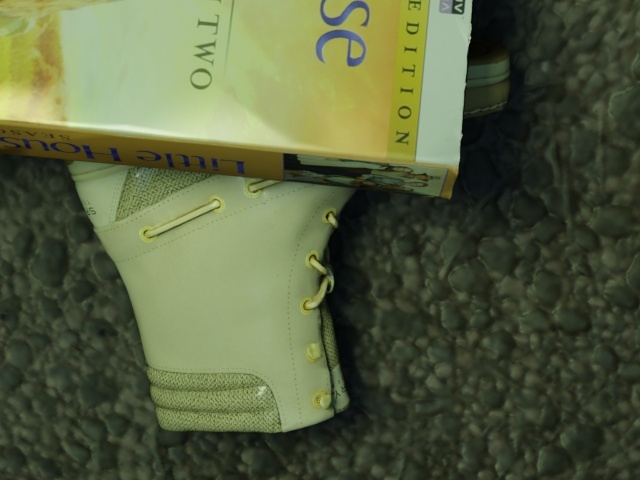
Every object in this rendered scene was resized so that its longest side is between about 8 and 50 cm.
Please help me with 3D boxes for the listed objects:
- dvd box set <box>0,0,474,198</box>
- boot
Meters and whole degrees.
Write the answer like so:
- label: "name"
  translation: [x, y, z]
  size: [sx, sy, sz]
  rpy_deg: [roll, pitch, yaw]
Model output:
- label: "dvd box set"
  translation: [-0.125, -0.192, 0.801]
  size: [0.420, 0.062, 0.307]
  rpy_deg: [6, 77, 1]
- label: "boot"
  translation: [0.000, 0.000, 0.897]
  size: [0.262, 0.095, 0.203]
  rpy_deg: [-14, 104, 8]
